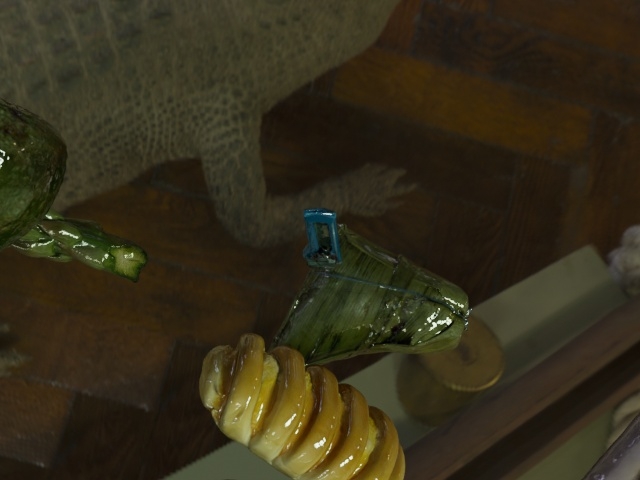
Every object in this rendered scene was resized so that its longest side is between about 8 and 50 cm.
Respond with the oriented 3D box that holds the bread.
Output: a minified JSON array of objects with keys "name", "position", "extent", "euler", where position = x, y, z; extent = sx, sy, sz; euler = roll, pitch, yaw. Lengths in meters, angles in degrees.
[{"name":"bread","position":[-0.017,0.234,1.485],"extent":[0.311,0.173,0.121],"euler":[36,113,-21]}]

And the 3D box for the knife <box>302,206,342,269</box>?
[{"name":"knife","position":[0.000,0.002,1.181],"extent":[0.044,0.296,0.026],"euler":[9,80,4]}]

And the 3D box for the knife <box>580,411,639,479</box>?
[{"name":"knife","position":[0.191,0.068,0.503],"extent":[0.398,0.038,0.132],"euler":[-41,115,-24]}]

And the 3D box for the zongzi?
[{"name":"zongzi","position":[0.065,0.146,1.645],"extent":[0.250,0.125,0.274],"euler":[26,74,12]}]

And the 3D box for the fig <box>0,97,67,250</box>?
[{"name":"fig","position":[-0.338,-0.024,0.936],"extent":[0.203,0.203,0.235],"euler":[27,87,1]}]

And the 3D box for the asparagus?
[{"name":"asparagus","position":[-0.362,-0.009,1.520],"extent":[0.287,0.080,0.080],"euler":[18,69,-19]}]
